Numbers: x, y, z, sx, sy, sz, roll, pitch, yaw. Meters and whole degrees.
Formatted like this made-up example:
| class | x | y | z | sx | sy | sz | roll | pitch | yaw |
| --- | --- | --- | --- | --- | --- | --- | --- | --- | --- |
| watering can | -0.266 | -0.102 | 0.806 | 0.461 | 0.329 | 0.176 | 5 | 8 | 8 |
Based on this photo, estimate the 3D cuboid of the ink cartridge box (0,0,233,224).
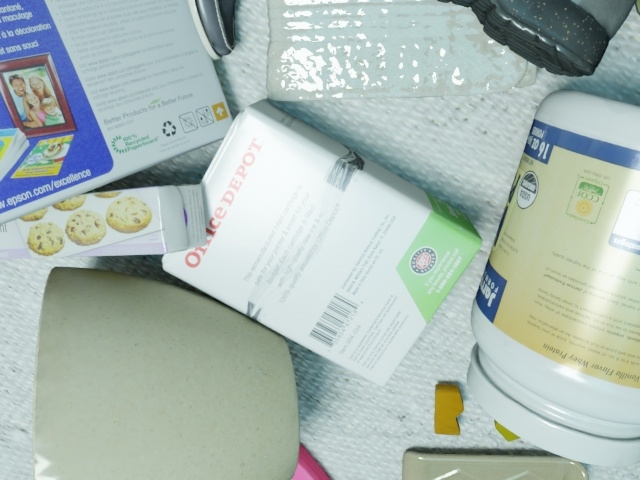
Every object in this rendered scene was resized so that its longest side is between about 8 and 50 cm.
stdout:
| class | x | y | z | sx | sy | sz | roll | pitch | yaw |
| --- | --- | --- | --- | --- | --- | --- | --- | --- | --- |
| ink cartridge box | -0.250 | -0.195 | 0.557 | 0.072 | 0.304 | 0.307 | -3 | 111 | 49 |

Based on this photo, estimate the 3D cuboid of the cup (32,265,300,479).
| class | x | y | z | sx | sy | sz | roll | pitch | yaw |
| --- | --- | --- | --- | --- | --- | --- | --- | --- | --- |
| cup | -0.155 | 0.187 | 0.670 | 0.237 | 0.331 | 0.331 | -2 | 109 | -15 |

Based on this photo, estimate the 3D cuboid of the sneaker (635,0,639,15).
| class | x | y | z | sx | sy | sz | roll | pitch | yaw |
| --- | --- | --- | --- | --- | --- | --- | --- | --- | --- |
| sneaker | 0.441 | -0.335 | 0.504 | 0.158 | 0.182 | 0.410 | 39 | 107 | -9 |

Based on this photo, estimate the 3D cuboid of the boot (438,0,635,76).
| class | x | y | z | sx | sy | sz | roll | pitch | yaw |
| --- | --- | --- | --- | --- | --- | --- | --- | --- | --- |
| boot | 0.155 | -0.315 | 0.534 | 0.338 | 0.118 | 0.222 | 29 | 100 | -10 |

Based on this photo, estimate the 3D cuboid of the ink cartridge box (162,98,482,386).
| class | x | y | z | sx | sy | sz | roll | pitch | yaw |
| --- | --- | --- | --- | --- | --- | --- | --- | --- | --- |
| ink cartridge box | 0.000 | 0.000 | 0.679 | 0.273 | 0.115 | 0.198 | 30 | 107 | -5 |

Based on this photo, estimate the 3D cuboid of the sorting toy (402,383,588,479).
| class | x | y | z | sx | sy | sz | roll | pitch | yaw |
| --- | --- | --- | --- | --- | --- | --- | --- | --- | --- |
| sorting toy | 0.222 | 0.325 | 0.813 | 0.229 | 0.041 | 0.307 | 1 | 108 | 8 |

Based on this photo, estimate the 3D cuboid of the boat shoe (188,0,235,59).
| class | x | y | z | sx | sy | sz | roll | pitch | yaw |
| --- | --- | --- | --- | --- | --- | --- | --- | --- | --- |
| boat shoe | -0.096 | -0.287 | 0.615 | 0.065 | 0.075 | 0.206 | -2 | 103 | 8 |

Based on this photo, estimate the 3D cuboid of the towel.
| class | x | y | z | sx | sy | sz | roll | pitch | yaw |
| --- | --- | --- | --- | --- | --- | --- | --- | --- | --- |
| towel | 0.081 | -0.239 | 0.633 | 0.282 | 0.049 | 0.187 | 0 | 107 | 5 |

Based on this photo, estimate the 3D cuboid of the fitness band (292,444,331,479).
| class | x | y | z | sx | sy | sz | roll | pitch | yaw |
| --- | --- | --- | --- | --- | --- | --- | --- | --- | --- |
| fitness band | -0.077 | 0.373 | 0.838 | 0.209 | 0.054 | 0.291 | -33 | 104 | 13 |

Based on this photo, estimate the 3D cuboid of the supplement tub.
| class | x | y | z | sx | sy | sz | roll | pitch | yaw |
| --- | --- | --- | --- | --- | --- | --- | --- | --- | --- |
| supplement tub | 0.281 | 0.031 | 0.609 | 0.228 | 0.228 | 0.316 | 13 | 108 | 0 |

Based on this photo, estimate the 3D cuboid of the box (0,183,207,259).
| class | x | y | z | sx | sy | sz | roll | pitch | yaw |
| --- | --- | --- | --- | --- | --- | --- | --- | --- | --- |
| box | -0.266 | -0.015 | 0.655 | 0.324 | 0.063 | 0.067 | -2 | 96 | 28 |
